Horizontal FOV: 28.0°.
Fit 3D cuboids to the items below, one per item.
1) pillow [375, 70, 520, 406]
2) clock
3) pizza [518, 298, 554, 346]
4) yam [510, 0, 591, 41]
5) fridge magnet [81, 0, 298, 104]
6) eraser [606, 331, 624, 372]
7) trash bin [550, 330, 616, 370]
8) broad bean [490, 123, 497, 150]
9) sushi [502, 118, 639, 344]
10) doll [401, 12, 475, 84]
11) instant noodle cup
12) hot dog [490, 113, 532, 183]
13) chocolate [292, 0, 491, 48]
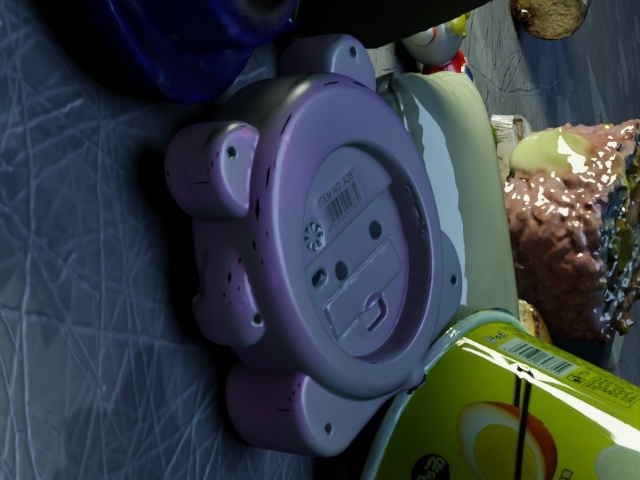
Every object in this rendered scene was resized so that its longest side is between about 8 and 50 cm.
[{"bbox_3d":[0.111,0.004,1.187,0.255,0.120,0.322,-17,99,-67],"label":"pillow"},{"bbox_3d":[0.000,0.000,0.892,0.227,0.090,0.248,-45,124,-42],"label":"clock"},{"bbox_3d":[0.232,0.270,1.398,0.278,0.114,0.408,-31,110,-68],"label":"pizza"},{"bbox_3d":[0.364,-0.411,1.964,0.279,0.131,0.131,-62,139,-52],"label":"yam"},{"bbox_3d":[-0.084,-0.218,0.800,0.265,0.113,0.265,-3,90,-69],"label":"fridge magnet"},{"bbox_3d":[0.391,0.058,1.914,0.111,0.077,0.352,-56,133,-60],"label":"eraser"},{"bbox_3d":[0.351,0.065,1.719,0.236,0.101,0.176,84,10,-52],"label":"trash bin"},{"bbox_3d":[0.172,-0.073,1.462,0.213,0.048,0.070,-65,142,-55],"label":"broad bean"},{"bbox_3d":[0.287,-0.028,1.492,0.270,0.171,0.236,-56,140,-38],"label":"sushi"},{"bbox_3d":[0.130,-0.199,1.376,0.142,0.076,0.245,-63,143,-56],"label":"doll"},{"bbox_3d":[0.193,0.232,1.037,0.311,0.221,0.311,-26,124,-46],"label":"instant noodle cup"},{"bbox_3d":[0.249,-0.068,1.640,0.108,0.059,0.191,-15,98,-60],"label":"hot dog"},{"bbox_3d":[0.074,-0.343,0.993,0.297,0.314,0.326,59,27,7],"label":"chocolate"}]
